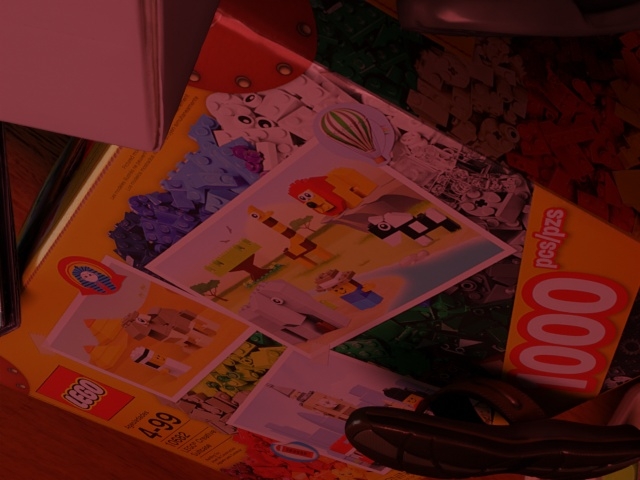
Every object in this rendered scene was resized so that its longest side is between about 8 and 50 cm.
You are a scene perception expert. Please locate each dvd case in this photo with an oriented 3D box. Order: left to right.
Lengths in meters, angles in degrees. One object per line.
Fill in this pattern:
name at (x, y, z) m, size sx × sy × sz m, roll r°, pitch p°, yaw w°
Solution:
dvd case at (-0.267, -0.030, 0.813) m, size 0.018 × 0.221 × 0.164 m, roll 1°, pitch 166°, yaw -34°

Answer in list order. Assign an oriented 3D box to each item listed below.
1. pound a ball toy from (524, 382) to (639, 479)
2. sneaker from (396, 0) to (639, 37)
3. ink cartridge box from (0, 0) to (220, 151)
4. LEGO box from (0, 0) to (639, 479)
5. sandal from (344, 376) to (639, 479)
pound a ball toy at (0.316, 0.228, 1.086) m, size 0.208 × 0.136 × 0.319 m, roll 26°, pitch 152°, yaw 28°
sneaker at (0.137, -0.169, 0.545) m, size 0.227 × 0.087 × 0.130 m, roll -13°, pitch 105°, yaw -17°
ink cartridge box at (-0.131, -0.207, 0.450) m, size 0.223 × 0.307 × 0.129 m, roll 12°, pitch 145°, yaw 3°
LEGO box at (0.000, 0.000, 0.791) m, size 0.372 × 0.193 × 0.500 m, roll 26°, pitch 143°, yaw -18°
sandal at (0.118, 0.121, 0.712) m, size 0.219 × 0.060 × 0.090 m, roll 4°, pitch 154°, yaw -16°
